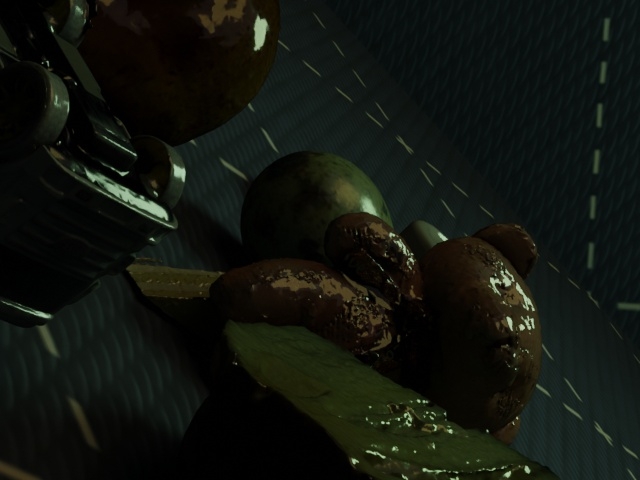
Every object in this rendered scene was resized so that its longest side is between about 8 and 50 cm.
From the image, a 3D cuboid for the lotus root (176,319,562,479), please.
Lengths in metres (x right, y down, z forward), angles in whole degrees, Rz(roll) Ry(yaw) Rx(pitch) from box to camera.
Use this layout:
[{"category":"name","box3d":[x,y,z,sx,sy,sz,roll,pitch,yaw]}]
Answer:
[{"category":"lotus root","box3d":[0.024,0.172,1.112,0.267,0.149,0.260,29,9,19]}]

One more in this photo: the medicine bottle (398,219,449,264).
[{"category":"medicine bottle","box3d":[0.061,0.070,1.593,0.105,0.168,0.105,45,12,-12]}]

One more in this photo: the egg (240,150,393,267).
[{"category":"egg","box3d":[0.000,0.000,1.678,0.182,0.141,0.141,61,3,-34]}]

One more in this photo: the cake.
[{"category":"cake","box3d":[-0.104,0.052,1.415,0.121,0.065,0.052,11,32,-32]}]

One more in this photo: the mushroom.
[{"category":"mushroom","box3d":[-0.172,-0.194,1.599,0.267,0.267,0.254,54,-20,27]}]

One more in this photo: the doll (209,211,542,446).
[{"category":"doll","box3d":[0.063,0.077,1.410,0.303,0.201,0.156,2,-2,-35]}]

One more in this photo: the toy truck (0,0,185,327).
[{"category":"toy truck","box3d":[-0.234,-0.111,1.119,0.146,0.175,0.367,29,22,-52]}]
